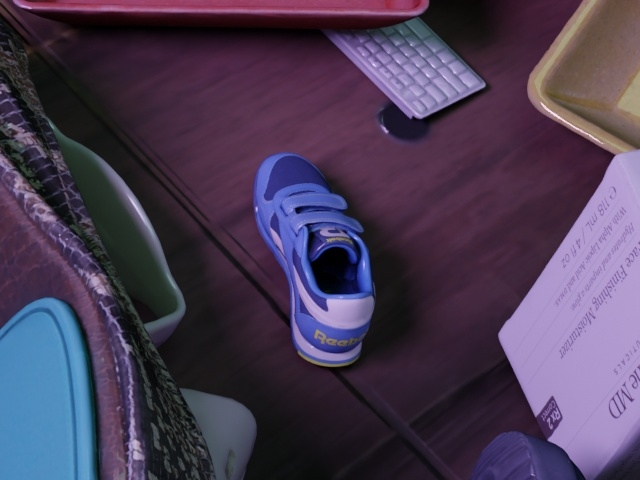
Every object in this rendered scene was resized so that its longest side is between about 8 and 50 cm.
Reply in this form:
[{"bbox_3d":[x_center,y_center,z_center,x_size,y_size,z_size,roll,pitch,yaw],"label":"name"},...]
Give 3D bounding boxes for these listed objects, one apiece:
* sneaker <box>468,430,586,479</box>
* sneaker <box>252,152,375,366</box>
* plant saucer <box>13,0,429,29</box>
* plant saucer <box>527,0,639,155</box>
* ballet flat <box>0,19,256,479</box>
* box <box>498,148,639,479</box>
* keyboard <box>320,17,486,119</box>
[{"bbox_3d":[0.152,0.244,0.703,0.131,0.112,0.319,3,60,-22],"label":"sneaker"},{"bbox_3d":[0.000,0.000,0.857,0.053,0.059,0.144,-7,56,-20],"label":"sneaker"},{"bbox_3d":[-0.066,-0.232,0.993,0.258,0.048,0.259,0,55,-5],"label":"plant saucer"},{"bbox_3d":[0.361,-0.132,0.980,0.333,0.081,0.333,33,81,16],"label":"plant saucer"},{"bbox_3d":[-0.132,0.049,0.730,0.182,0.164,0.483,11,44,-46],"label":"ballet flat"},{"bbox_3d":[0.225,0.040,0.822,0.182,0.181,0.119,-9,58,-23],"label":"box"},{"bbox_3d":[0.006,-0.180,1.023,0.072,0.014,0.256,-31,69,-34],"label":"keyboard"}]
